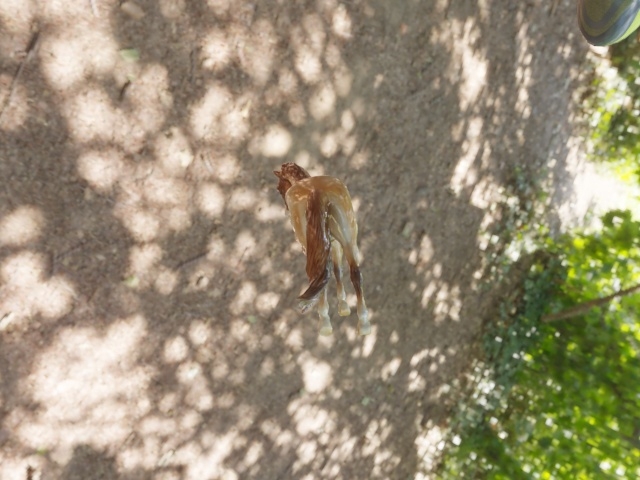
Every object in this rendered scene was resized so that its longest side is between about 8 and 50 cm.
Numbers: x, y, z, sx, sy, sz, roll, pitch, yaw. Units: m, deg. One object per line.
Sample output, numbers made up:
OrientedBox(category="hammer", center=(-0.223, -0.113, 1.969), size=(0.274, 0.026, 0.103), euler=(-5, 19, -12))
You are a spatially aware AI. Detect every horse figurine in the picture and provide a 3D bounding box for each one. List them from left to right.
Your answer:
OrientedBox(category="horse figurine", center=(0.000, 0.000, 0.748), size=(0.263, 0.066, 0.174), euler=(-152, -130, -88))

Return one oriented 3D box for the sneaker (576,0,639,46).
OrientedBox(category="sneaker", center=(0.297, -0.349, 0.846), size=(0.121, 0.111, 0.300), euler=(-24, 127, -17))
